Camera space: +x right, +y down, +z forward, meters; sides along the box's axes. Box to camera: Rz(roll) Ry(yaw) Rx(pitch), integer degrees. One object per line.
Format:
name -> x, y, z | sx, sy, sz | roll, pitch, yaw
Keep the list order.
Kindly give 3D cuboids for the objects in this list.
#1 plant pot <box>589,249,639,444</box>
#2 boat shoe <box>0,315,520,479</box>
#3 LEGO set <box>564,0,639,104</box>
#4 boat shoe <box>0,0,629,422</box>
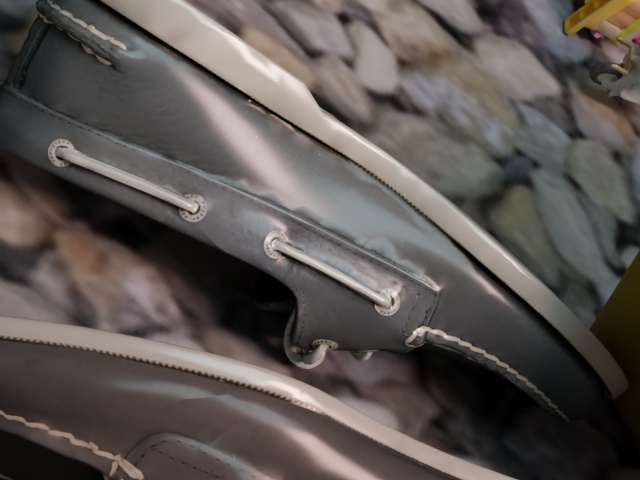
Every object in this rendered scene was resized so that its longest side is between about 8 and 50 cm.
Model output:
plant pot -> 0.262, 0.068, 0.647 | 0.212, 0.212, 0.187 | -18, 72, -8
boat shoe -> -0.007, 0.115, 0.551 | 0.335, 0.112, 0.095 | 20, 67, -18
LEGO set -> 0.232, -0.199, 0.880 | 0.107, 0.132, 0.287 | 26, 75, -27
boat shoe -> 0.000, 0.000, 0.656 | 0.319, 0.116, 0.099 | 36, 93, -21
